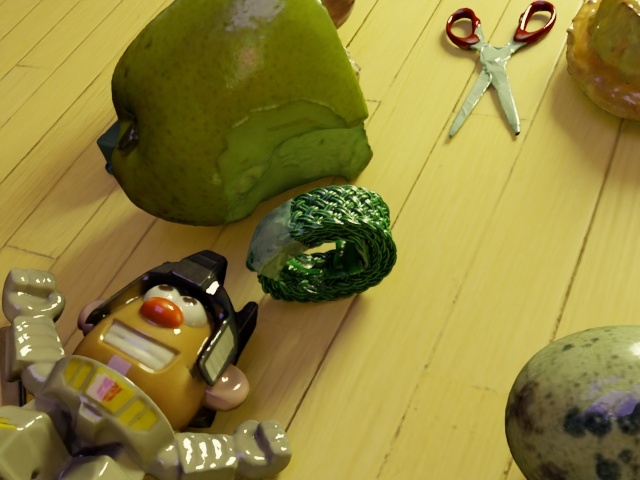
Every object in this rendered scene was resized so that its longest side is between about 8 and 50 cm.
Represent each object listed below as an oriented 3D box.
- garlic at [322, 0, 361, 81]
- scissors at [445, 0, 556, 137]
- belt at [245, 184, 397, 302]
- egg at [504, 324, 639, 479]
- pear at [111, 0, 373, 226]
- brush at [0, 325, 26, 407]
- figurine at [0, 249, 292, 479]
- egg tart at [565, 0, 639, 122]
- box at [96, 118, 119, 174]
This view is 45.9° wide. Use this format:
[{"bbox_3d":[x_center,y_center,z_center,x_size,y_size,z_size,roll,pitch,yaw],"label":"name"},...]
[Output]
[{"bbox_3d":[-0.030,-0.307,1.016,0.245,0.245,0.253,-30,80,-7],"label":"garlic"},{"bbox_3d":[0.217,-0.217,0.951,0.144,0.017,0.248,0,52,21],"label":"scissors"},{"bbox_3d":[0.000,0.000,0.764,0.151,0.121,0.079,-19,48,9],"label":"belt"},{"bbox_3d":[0.227,0.131,0.552,0.181,0.141,0.141,-13,47,12],"label":"egg"},{"bbox_3d":[-0.097,-0.127,0.826,0.282,0.286,0.176,-26,66,-4],"label":"pear"},{"bbox_3d":[-0.275,0.205,0.728,0.065,0.070,0.327,-12,44,-14],"label":"brush"},{"bbox_3d":[-0.173,0.130,0.681,0.143,0.308,0.308,-40,30,44],"label":"figurine"},{"bbox_3d":[0.414,-0.233,0.830,0.288,0.118,0.288,-7,50,9],"label":"egg tart"},{"bbox_3d":[-0.249,-0.135,1.020,0.074,0.054,0.099,17,57,29],"label":"box"}]
